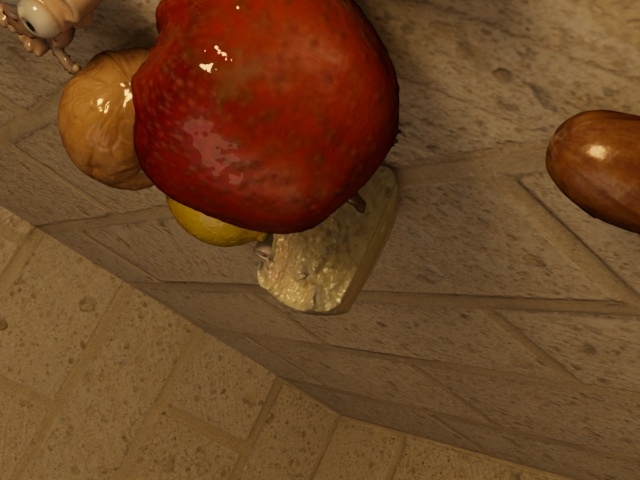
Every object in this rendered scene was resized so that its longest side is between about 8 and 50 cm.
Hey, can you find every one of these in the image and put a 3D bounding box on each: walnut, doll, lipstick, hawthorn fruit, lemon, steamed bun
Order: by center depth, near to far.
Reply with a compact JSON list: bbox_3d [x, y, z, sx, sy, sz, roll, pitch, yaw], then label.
[{"bbox_3d":[0.313,-0.059,0.710,0.207,0.116,0.116,19,161,-1],"label":"walnut"},{"bbox_3d":[-0.050,-0.132,0.746,0.299,0.275,0.275,43,156,-19],"label":"hawthorn fruit"},{"bbox_3d":[-0.348,-0.300,0.916,0.154,0.119,0.278,43,160,-9],"label":"doll"},{"bbox_3d":[-0.270,-0.170,1.036,0.193,0.193,0.226,27,163,0],"label":"walnut"},{"bbox_3d":[0.000,0.000,1.070,0.170,0.226,0.200,24,162,9],"label":"steamed bun"},{"bbox_3d":[-0.155,-0.078,1.160,0.206,0.173,0.173,33,167,32],"label":"lemon"},{"bbox_3d":[-0.065,-0.031,1.219,0.038,0.131,0.038,23,160,9],"label":"lipstick"}]

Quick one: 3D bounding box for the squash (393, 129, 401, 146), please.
[{"bbox_3d":[-0.008,-0.132,0.981,0.258,0.069,0.069,6,152,45],"label":"squash"}]
